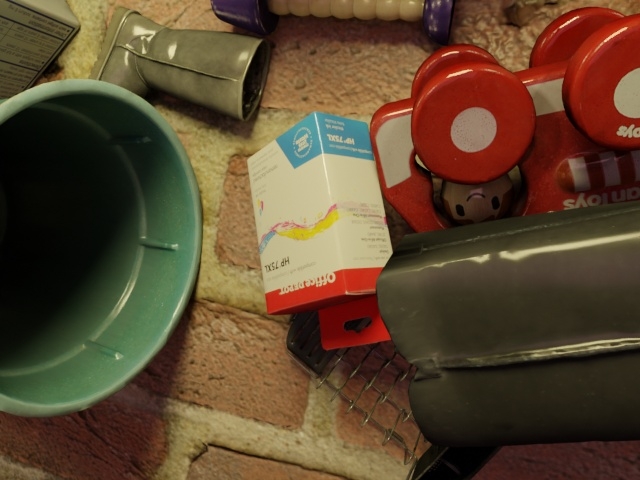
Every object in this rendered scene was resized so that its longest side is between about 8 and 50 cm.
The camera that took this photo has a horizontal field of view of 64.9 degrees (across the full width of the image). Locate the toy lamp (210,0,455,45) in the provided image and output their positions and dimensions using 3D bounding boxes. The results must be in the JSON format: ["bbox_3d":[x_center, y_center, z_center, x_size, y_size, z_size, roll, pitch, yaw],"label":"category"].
[{"bbox_3d":[0.009,-0.266,0.565,0.274,0.080,0.080,10,99,12],"label":"toy lamp"}]

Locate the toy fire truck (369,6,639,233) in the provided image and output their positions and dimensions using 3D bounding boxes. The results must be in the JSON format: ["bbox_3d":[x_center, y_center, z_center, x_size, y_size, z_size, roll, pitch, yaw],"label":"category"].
[{"bbox_3d":[0.211,-0.069,0.491,0.301,0.169,0.254,-11,114,15],"label":"toy fire truck"}]

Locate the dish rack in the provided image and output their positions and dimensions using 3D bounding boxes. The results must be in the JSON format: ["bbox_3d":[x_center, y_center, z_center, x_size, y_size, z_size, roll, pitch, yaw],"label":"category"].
[{"bbox_3d":[0.089,0.139,0.583,0.271,0.074,0.208,39,104,10],"label":"dish rack"}]

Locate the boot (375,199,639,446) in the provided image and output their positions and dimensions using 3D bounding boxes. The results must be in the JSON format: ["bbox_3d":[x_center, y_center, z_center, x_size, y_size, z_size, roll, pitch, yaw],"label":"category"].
[{"bbox_3d":[0.295,0.141,0.395,0.444,0.146,0.368,-11,94,21],"label":"boot"}]

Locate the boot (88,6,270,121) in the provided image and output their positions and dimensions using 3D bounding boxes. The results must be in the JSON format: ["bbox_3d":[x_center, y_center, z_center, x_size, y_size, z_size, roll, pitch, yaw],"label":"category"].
[{"bbox_3d":[-0.182,-0.188,0.638,0.208,0.076,0.190,21,103,6],"label":"boot"}]

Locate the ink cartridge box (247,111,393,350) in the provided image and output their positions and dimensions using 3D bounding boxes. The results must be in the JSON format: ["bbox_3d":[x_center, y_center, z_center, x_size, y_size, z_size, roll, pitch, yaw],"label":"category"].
[{"bbox_3d":[0.000,0.000,0.539,0.134,0.077,0.231,-23,72,47],"label":"ink cartridge box"}]

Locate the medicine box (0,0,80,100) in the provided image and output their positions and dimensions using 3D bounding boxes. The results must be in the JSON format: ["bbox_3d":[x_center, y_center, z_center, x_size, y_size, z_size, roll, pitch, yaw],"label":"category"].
[{"bbox_3d":[-0.513,-0.256,0.619,0.289,0.263,0.149,-39,84,16],"label":"medicine box"}]

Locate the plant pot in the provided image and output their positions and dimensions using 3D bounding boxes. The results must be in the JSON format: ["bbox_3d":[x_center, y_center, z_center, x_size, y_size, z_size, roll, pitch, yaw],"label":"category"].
[{"bbox_3d":[-0.378,-0.009,0.590,0.333,0.341,0.342,7,98,23],"label":"plant pot"}]
